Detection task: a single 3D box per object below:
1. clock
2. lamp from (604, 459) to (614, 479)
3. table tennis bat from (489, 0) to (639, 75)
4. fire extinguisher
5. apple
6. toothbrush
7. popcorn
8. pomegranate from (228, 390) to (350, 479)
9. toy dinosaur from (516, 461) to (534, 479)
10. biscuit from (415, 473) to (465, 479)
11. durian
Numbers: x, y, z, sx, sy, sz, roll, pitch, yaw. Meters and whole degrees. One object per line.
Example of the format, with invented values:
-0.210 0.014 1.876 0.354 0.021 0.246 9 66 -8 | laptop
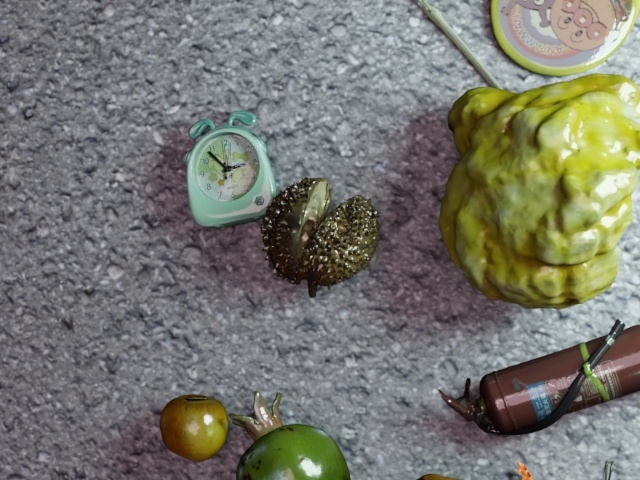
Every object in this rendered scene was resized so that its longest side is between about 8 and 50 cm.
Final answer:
-0.149 -0.119 1.433 0.148 0.060 0.188 -10 84 11 | clock
0.493 0.356 1.298 0.121 0.041 0.054 2 96 7 | lamp
0.424 -0.429 1.350 0.224 0.054 0.368 38 97 10 | table tennis bat
0.353 0.207 1.289 0.341 0.105 0.141 -20 115 8 | fire extinguisher
-0.207 0.305 1.399 0.114 0.099 0.102 4 90 8 | apple
0.205 -0.348 1.399 0.028 0.026 0.294 -32 81 -8 | toothbrush
0.308 -0.072 1.241 0.292 0.293 0.334 11 73 10 | popcorn
-0.058 0.345 1.342 0.181 0.181 0.224 -34 59 7 | pomegranate
0.378 0.461 1.270 0.070 0.117 0.288 -31 84 8 | toy dinosaur
0.216 0.517 1.283 0.359 0.046 0.359 5 101 27 | biscuit
0.000 0.000 1.364 0.196 0.167 0.196 5 98 34 | durian
